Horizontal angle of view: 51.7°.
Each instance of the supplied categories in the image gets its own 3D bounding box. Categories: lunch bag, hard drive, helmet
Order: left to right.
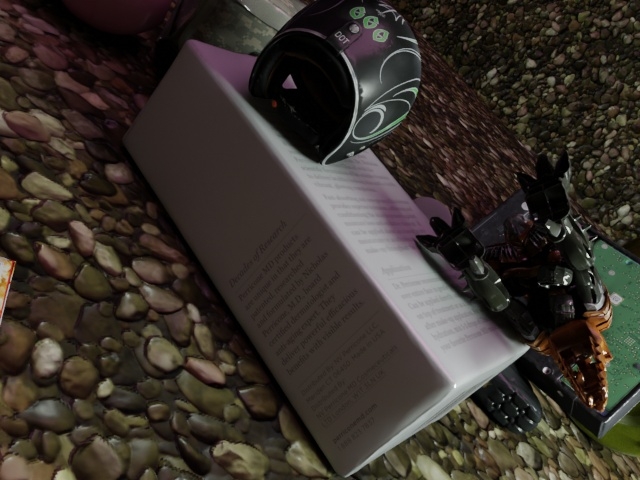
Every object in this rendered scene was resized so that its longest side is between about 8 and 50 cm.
[{"bbox_3d":[-0.088,-0.286,0.964,0.235,0.169,0.287,29,1,-26],"label":"lunch bag"},{"bbox_3d":[0.024,-0.171,0.689,0.169,0.169,0.161,46,43,6],"label":"helmet"},{"bbox_3d":[0.344,0.085,0.958,0.339,0.237,0.064,41,-18,37],"label":"hard drive"}]

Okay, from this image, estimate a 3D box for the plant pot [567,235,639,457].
[{"bbox_3d":[0.570,0.187,1.111,0.353,0.366,0.366,-15,60,-46],"label":"plant pot"}]

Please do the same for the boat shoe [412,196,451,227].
[{"bbox_3d":[0.214,0.013,1.143,0.219,0.077,0.070,62,-3,41],"label":"boat shoe"}]

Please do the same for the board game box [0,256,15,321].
[{"bbox_3d":[-0.275,0.064,0.391,0.146,0.045,0.194,26,30,-31],"label":"board game box"}]

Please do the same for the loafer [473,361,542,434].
[{"bbox_3d":[0.216,0.165,0.906,0.223,0.076,0.078,48,21,1],"label":"loafer"}]

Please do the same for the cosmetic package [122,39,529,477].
[{"bbox_3d":[0.000,0.000,0.744,0.230,0.161,0.453,-1,50,-56],"label":"cosmetic package"}]

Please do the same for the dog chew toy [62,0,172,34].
[{"bbox_3d":[-0.343,-0.417,0.874,0.331,0.207,0.207,23,31,-19],"label":"dog chew toy"}]

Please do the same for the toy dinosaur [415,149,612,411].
[{"bbox_3d":[0.241,0.043,0.684,0.218,0.164,0.322,52,-1,-21],"label":"toy dinosaur"}]
